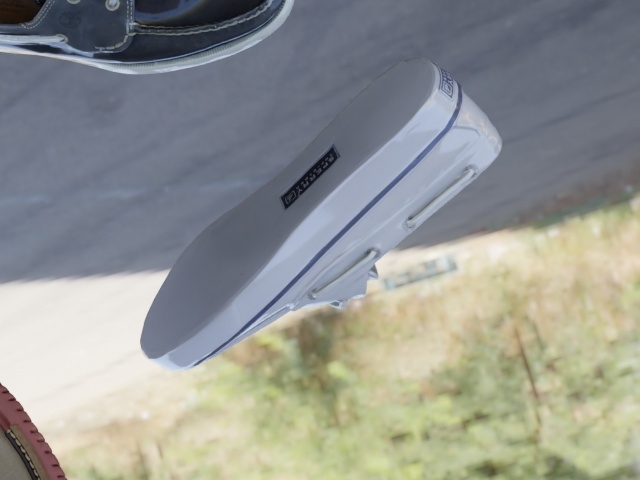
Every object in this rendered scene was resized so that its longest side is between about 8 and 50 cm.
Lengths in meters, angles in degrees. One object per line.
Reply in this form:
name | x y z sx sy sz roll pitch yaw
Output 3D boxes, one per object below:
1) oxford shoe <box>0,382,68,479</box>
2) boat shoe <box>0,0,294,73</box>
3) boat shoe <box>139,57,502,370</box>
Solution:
oxford shoe | -0.263 0.128 0.899 0.130 0.123 0.348 -23 -142 -39
boat shoe | -0.132 -0.144 0.889 0.233 0.084 0.079 2 172 6
boat shoe | 0.000 0.000 0.990 0.267 0.096 0.088 -45 121 11
